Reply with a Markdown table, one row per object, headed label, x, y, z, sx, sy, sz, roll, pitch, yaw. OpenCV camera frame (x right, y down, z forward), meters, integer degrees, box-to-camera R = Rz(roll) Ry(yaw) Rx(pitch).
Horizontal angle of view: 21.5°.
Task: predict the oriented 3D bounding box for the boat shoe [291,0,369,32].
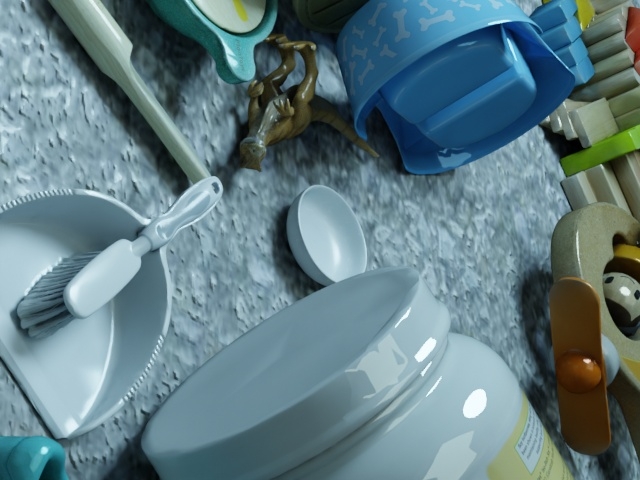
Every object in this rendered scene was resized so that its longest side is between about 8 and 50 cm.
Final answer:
| label | x | y | z | sx | sy | sz | roll | pitch | yaw |
| --- | --- | --- | --- | --- | --- | --- | --- | --- | --- |
| boat shoe | 0.028 | -0.233 | 1.381 | 0.302 | 0.113 | 0.103 | 27 | 41 | -77 |

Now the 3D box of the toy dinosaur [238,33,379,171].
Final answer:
| label | x | y | z | sx | sy | sz | roll | pitch | yaw |
| --- | --- | --- | --- | --- | --- | --- | --- | --- | --- |
| toy dinosaur | -0.022 | -0.105 | 1.330 | 0.211 | 0.064 | 0.112 | -26 | 122 | -59 |

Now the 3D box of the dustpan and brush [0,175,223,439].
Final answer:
| label | x | y | z | sx | sy | sz | roll | pitch | yaw |
| --- | --- | --- | --- | --- | --- | --- | --- | --- | --- |
| dustpan and brush | -0.130 | 0.013 | 1.086 | 0.147 | 0.060 | 0.211 | 59 | 34 | -11 |

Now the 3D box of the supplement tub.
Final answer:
| label | x | y | z | sx | sy | sz | roll | pitch | yaw |
| --- | --- | --- | --- | --- | --- | --- | --- | --- | --- |
| supplement tub | 0.059 | 0.208 | 1.073 | 0.331 | 0.241 | 0.241 | 59 | 34 | -12 |

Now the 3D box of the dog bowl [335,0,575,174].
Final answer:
| label | x | y | z | sx | sy | sz | roll | pitch | yaw |
| --- | --- | --- | --- | --- | --- | --- | --- | --- | --- |
| dog bowl | 0.109 | -0.142 | 1.400 | 0.074 | 0.166 | 0.297 | 63 | 13 | 18 |

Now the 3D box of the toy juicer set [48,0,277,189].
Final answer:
| label | x | y | z | sx | sy | sz | roll | pitch | yaw |
| --- | --- | --- | --- | --- | --- | --- | --- | --- | --- |
| toy juicer set | -0.107 | -0.222 | 1.236 | 0.209 | 0.089 | 0.329 | 40 | 42 | -35 |

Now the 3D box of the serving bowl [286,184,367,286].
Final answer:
| label | x | y | z | sx | sy | sz | roll | pitch | yaw |
| --- | --- | --- | --- | --- | --- | --- | --- | --- | --- |
| serving bowl | 0.000 | 0.000 | 1.308 | 0.083 | 0.027 | 0.083 | 33 | 46 | -41 |

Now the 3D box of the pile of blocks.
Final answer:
| label | x | y | z | sx | sy | sz | roll | pitch | yaw |
| --- | --- | --- | --- | --- | --- | --- | --- | --- | --- |
| pile of blocks | 0.302 | -0.169 | 1.759 | 0.149 | 0.113 | 0.362 | 16 | 58 | -50 |

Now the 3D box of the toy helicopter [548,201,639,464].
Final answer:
| label | x | y | z | sx | sy | sz | roll | pitch | yaw |
| --- | --- | --- | --- | --- | --- | --- | --- | --- | --- |
| toy helicopter | 0.292 | 0.137 | 1.544 | 0.235 | 0.140 | 0.355 | -8 | 80 | -54 |

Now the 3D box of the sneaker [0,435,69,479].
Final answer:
| label | x | y | z | sx | sy | sz | roll | pitch | yaw |
| --- | --- | --- | --- | --- | --- | --- | --- | --- | --- |
| sneaker | -0.125 | 0.227 | 0.922 | 0.275 | 0.110 | 0.107 | 59 | 34 | -13 |
